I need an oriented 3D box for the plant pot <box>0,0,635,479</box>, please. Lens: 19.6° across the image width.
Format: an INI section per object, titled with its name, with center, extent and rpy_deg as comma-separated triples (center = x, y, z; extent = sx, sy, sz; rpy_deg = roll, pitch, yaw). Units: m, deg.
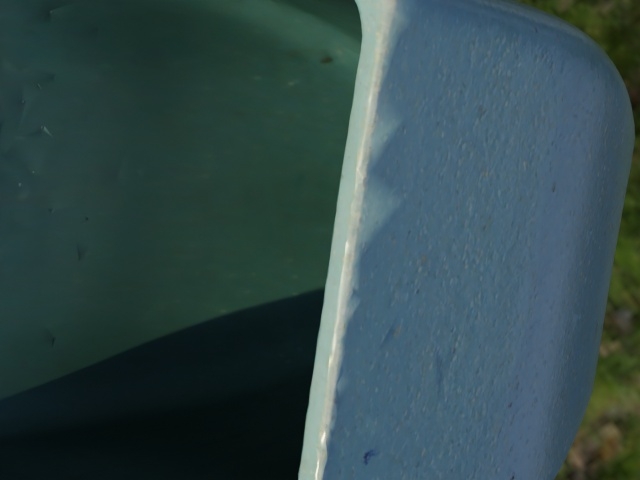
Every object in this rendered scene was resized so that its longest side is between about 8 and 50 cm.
[plant pot]
center = 0.000, 0.000, 0.806
extent = 0.252, 0.247, 0.248
rpy_deg = -1, 102, -48
